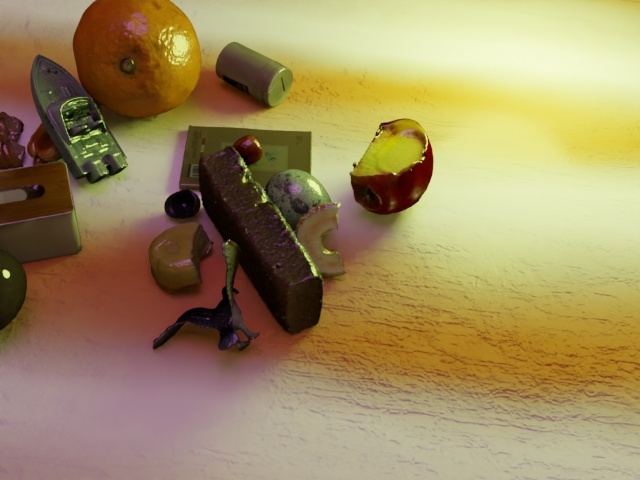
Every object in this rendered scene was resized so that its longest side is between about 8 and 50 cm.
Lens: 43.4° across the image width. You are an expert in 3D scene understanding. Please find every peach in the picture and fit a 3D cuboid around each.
[{"bbox_3d":[0.182,-0.164,1.868,0.159,0.154,0.267,12,43,16],"label":"peach"}]

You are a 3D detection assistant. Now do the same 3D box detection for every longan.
[{"bbox_3d":[-0.667,0.100,1.535,0.212,0.198,0.198,-32,59,-27],"label":"longan"}]

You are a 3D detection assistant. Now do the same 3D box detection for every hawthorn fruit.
[{"bbox_3d":[-0.174,-0.212,1.903,0.077,0.077,0.077,3,49,-3],"label":"hawthorn fruit"}]

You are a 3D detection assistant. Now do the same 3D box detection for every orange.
[{"bbox_3d":[-0.445,-0.451,1.954,0.312,0.312,0.312,3,49,-3],"label":"orange"}]

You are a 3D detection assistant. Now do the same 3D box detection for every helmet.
[{"bbox_3d":[-0.305,-0.079,1.814,0.084,0.049,0.065,-12,81,18],"label":"helmet"}]

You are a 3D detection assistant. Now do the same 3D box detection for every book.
[{"bbox_3d":[-0.175,-0.196,1.948,0.310,0.021,0.217,3,48,-3],"label":"book"}]

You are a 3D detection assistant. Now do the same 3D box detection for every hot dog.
[{"bbox_3d":[-0.618,-0.264,1.931,0.109,0.072,0.269,16,48,11],"label":"hot dog"}]

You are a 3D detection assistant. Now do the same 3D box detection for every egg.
[{"bbox_3d":[-0.046,-0.083,1.789,0.172,0.132,0.132,37,54,6],"label":"egg"}]

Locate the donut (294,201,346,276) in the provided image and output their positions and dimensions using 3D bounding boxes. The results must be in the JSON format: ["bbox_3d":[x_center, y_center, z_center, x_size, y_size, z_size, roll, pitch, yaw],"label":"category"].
[{"bbox_3d":[-0.004,-0.002,1.717,0.108,0.166,0.065,-5,18,-2],"label":"donut"}]

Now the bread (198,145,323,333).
[{"bbox_3d":[-0.127,-0.006,1.695,0.113,0.165,0.416,-24,56,-18],"label":"bread"}]

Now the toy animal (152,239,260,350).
[{"bbox_3d":[-0.193,0.148,1.595,0.272,0.197,0.160,-41,75,15],"label":"toy animal"}]

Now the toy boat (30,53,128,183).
[{"bbox_3d":[-0.568,-0.285,1.844,0.141,0.092,0.319,-34,95,-51],"label":"toy boat"}]

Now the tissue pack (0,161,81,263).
[{"bbox_3d":[-0.643,-0.049,1.697,0.246,0.136,0.159,-12,52,-15],"label":"tissue pack"}]

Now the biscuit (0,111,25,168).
[{"bbox_3d":[-0.762,-0.239,1.901,0.118,0.061,0.183,-12,52,-14],"label":"biscuit"}]

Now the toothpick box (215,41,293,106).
[{"bbox_3d":[-0.172,-0.434,2.096,0.180,0.111,0.111,31,53,21],"label":"toothpick box"}]

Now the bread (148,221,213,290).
[{"bbox_3d":[-0.301,0.033,1.696,0.125,0.086,0.156,0,45,7],"label":"bread"}]
